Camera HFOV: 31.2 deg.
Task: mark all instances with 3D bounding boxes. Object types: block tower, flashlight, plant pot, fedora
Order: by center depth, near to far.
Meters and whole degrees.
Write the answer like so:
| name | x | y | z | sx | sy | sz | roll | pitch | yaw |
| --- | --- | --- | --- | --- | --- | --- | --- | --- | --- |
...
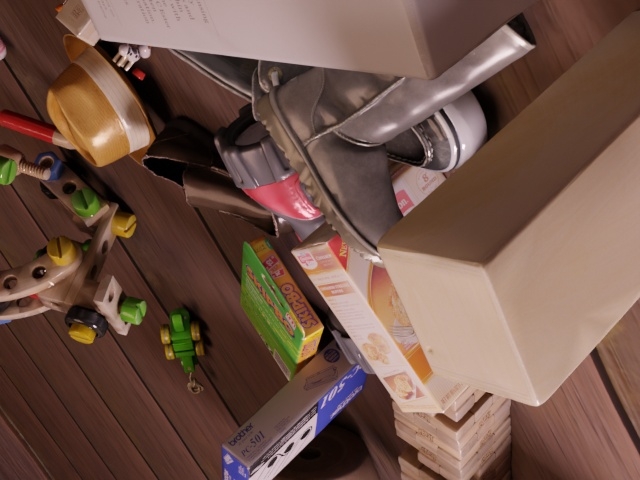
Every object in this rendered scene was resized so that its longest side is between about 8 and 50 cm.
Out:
| name | x | y | z | sx | sy | sz | roll | pitch | yaw |
| --- | --- | --- | --- | --- | --- | --- | --- | --- | --- |
| flashlight | 0.000 | 0.000 | 1.169 | 0.103 | 0.103 | 0.304 | -15 | 124 | 19 |
| block tower | 0.143 | 0.214 | 1.228 | 0.097 | 0.091 | 0.335 | 31 | 148 | 32 |
| fedora | -0.269 | -0.150 | 1.361 | 0.194 | 0.079 | 0.194 | 44 | 159 | 22 |
| plant pot | -0.002 | 0.377 | 1.516 | 0.263 | 0.263 | 0.229 | 19 | 122 | 44 |

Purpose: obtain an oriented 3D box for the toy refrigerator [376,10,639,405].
| name | x | y | z | sx | sy | sz | roll | pitch | yaw |
| --- | --- | --- | --- | --- | --- | --- | --- | --- | --- |
| toy refrigerator | 0.162 | -0.032 | 0.700 | 0.094 | 0.269 | 0.102 | 12 | 136 | 50 |

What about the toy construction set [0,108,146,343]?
| name | x | y | z | sx | sy | sz | roll | pitch | yaw |
| --- | --- | --- | --- | --- | --- | --- | --- | --- | --- |
| toy construction set | -0.326 | -0.008 | 1.547 | 0.237 | 0.257 | 0.309 | 18 | 131 | 19 |

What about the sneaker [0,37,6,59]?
| name | x | y | z | sx | sy | sz | roll | pitch | yaw |
| --- | --- | --- | --- | --- | --- | --- | --- | --- | --- |
| sneaker | -0.475 | -0.294 | 1.532 | 0.134 | 0.051 | 0.070 | 42 | 157 | 22 |

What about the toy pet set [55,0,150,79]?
| name | x | y | z | sx | sy | sz | roll | pitch | yaw |
| --- | --- | --- | --- | --- | --- | --- | --- | --- | --- |
| toy pet set | -0.239 | -0.249 | 1.262 | 0.122 | 0.065 | 0.114 | 42 | -174 | 20 |

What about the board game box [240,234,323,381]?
| name | x | y | z | sx | sy | sz | roll | pitch | yaw |
| --- | --- | --- | --- | --- | --- | --- | --- | --- | --- |
| board game box | -0.049 | 0.083 | 1.326 | 0.124 | 0.039 | 0.259 | 56 | 169 | 13 |

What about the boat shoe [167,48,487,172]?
| name | x | y | z | sx | sy | sz | roll | pitch | yaw |
| --- | --- | --- | --- | --- | --- | --- | --- | --- | --- |
| boat shoe | -0.016 | -0.137 | 0.988 | 0.335 | 0.119 | 0.121 | 32 | 148 | 28 |

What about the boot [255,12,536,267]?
| name | x | y | z | sx | sy | sz | roll | pitch | yaw |
| --- | --- | --- | --- | --- | --- | --- | --- | --- | --- |
| boot | 0.074 | -0.098 | 0.870 | 0.208 | 0.076 | 0.189 | -33 | 103 | 22 |

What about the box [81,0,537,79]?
| name | x | y | z | sx | sy | sz | roll | pitch | yaw |
| --- | --- | --- | --- | --- | --- | --- | --- | --- | --- |
| box | -0.009 | -0.241 | 0.744 | 0.345 | 0.215 | 0.168 | 16 | 138 | 46 |

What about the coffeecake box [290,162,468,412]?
| name | x | y | z | sx | sy | sz | roll | pitch | yaw |
| --- | --- | --- | --- | --- | --- | --- | --- | --- | --- |
| coffeecake box | 0.086 | 0.039 | 1.035 | 0.185 | 0.142 | 0.068 | 55 | 151 | -12 |

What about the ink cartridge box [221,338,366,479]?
| name | x | y | z | sx | sy | sz | roll | pitch | yaw |
| --- | --- | --- | --- | --- | --- | --- | --- | --- | --- |
| ink cartridge box | -0.028 | 0.203 | 1.336 | 0.046 | 0.207 | 0.097 | 37 | 150 | 21 |

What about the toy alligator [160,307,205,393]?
| name | x | y | z | sx | sy | sz | roll | pitch | yaw |
| --- | --- | --- | --- | --- | --- | --- | --- | --- | --- |
| toy alligator | -0.200 | 0.154 | 1.700 | 0.189 | 0.056 | 0.051 | 83 | 179 | -49 |

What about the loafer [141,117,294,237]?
| name | x | y | z | sx | sy | sz | roll | pitch | yaw |
| --- | --- | --- | --- | --- | --- | --- | --- | --- | --- |
| loafer | -0.114 | -0.057 | 1.274 | 0.220 | 0.078 | 0.080 | 30 | 147 | 33 |
